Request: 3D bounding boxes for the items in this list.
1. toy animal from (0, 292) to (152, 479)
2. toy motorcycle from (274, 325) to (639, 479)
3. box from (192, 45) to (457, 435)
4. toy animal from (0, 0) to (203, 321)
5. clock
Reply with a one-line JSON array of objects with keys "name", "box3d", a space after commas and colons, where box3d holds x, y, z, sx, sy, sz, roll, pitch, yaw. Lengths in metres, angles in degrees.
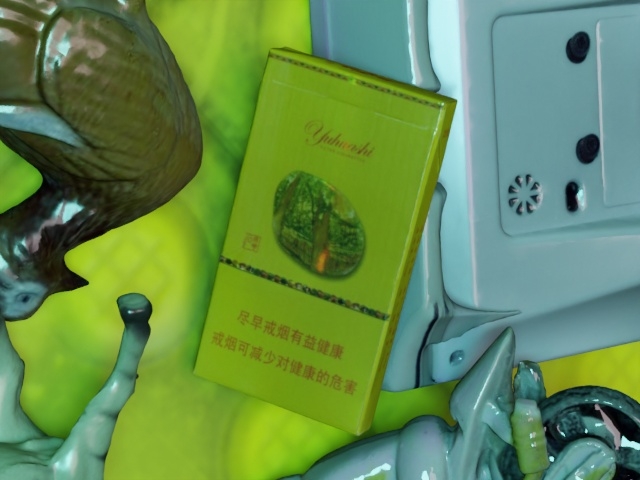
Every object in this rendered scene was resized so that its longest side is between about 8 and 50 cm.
[{"name": "toy animal", "box3d": [-0.156, 0.123, 0.781, 0.217, 0.073, 0.176, -30, 132, -37]}, {"name": "toy motorcycle", "box3d": [0.046, 0.139, 0.880, 0.152, 0.073, 0.225, 32, 106, -1]}, {"name": "box", "box3d": [0.000, 0.000, 0.840, 0.023, 0.087, 0.155, -16, 123, -64]}, {"name": "toy animal", "box3d": [-0.125, -0.065, 0.779, 0.188, 0.089, 0.179, 33, 94, -35]}, {"name": "clock", "box3d": [0.095, -0.060, 0.906, 0.186, 0.083, 0.253, -10, 101, -31]}]
